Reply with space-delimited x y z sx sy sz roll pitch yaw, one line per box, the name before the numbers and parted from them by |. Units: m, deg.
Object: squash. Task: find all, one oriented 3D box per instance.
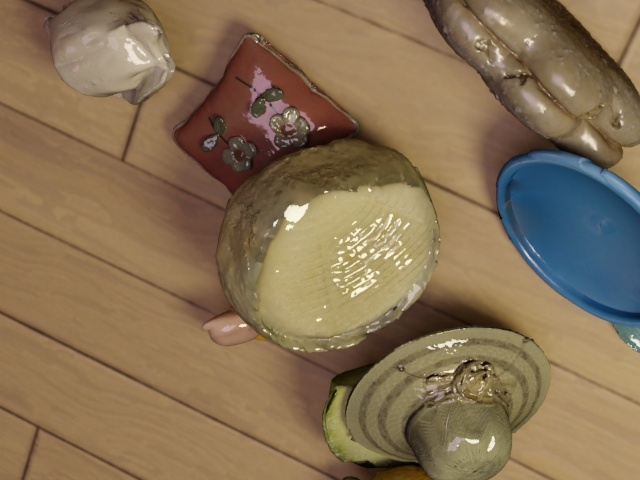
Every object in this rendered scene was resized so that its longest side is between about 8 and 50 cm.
squash | 0.090 0.200 1.339 0.192 0.085 0.184 -2 136 -8

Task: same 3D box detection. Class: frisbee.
frisbee | 0.292 -0.007 1.161 0.242 0.045 0.242 38 157 19

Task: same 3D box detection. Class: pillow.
pillow | -0.071 -0.126 1.270 0.171 0.075 0.179 42 116 -3

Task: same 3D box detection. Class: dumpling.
dumpling | -0.244 -0.219 1.273 0.199 0.118 0.136 9 129 42

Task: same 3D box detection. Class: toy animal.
toy animal | -0.088 0.085 1.354 0.114 0.091 0.082 -18 74 9

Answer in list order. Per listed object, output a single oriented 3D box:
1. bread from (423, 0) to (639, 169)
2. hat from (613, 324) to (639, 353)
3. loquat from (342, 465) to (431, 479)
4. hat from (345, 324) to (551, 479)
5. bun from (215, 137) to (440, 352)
bread | 0.204 -0.205 1.109 0.102 0.183 0.337 -42 95 21
hat | 0.404 0.066 1.196 0.138 0.078 0.190 25 113 10
loquat | 0.109 0.354 1.340 0.204 0.149 0.172 33 157 25
hat | 0.158 0.219 1.238 0.252 0.110 0.252 -7 133 -8
bun | 0.000 0.000 1.233 0.259 0.152 0.259 -17 131 -20
